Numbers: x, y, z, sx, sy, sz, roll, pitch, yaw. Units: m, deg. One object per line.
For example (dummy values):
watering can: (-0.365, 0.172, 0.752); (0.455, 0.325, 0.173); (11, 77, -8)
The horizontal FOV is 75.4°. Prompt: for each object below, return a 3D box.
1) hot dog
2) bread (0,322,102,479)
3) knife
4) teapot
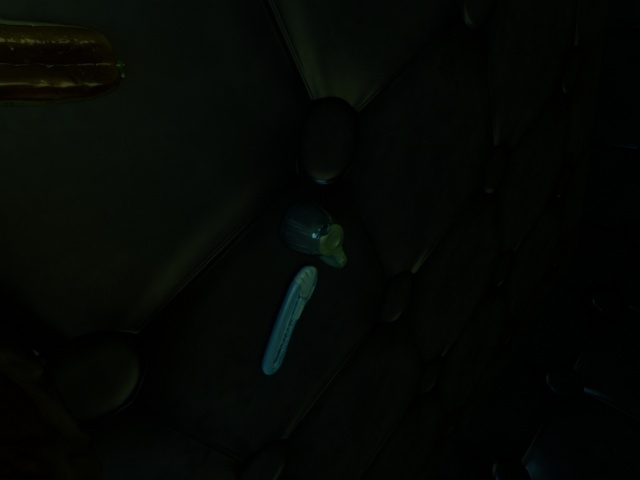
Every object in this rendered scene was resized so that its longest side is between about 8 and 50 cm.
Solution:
hot dog: (-0.272, -0.156, 0.364); (0.188, 0.055, 0.072); (-18, 119, -40)
bread: (-0.352, 0.156, 0.195); (0.279, 0.390, 0.371); (-59, 141, -13)
knife: (-0.056, 0.149, 0.765); (0.064, 0.031, 0.221); (14, 99, -53)
teapot: (0.003, -0.008, 0.701); (0.124, 0.091, 0.092); (21, 95, -49)
